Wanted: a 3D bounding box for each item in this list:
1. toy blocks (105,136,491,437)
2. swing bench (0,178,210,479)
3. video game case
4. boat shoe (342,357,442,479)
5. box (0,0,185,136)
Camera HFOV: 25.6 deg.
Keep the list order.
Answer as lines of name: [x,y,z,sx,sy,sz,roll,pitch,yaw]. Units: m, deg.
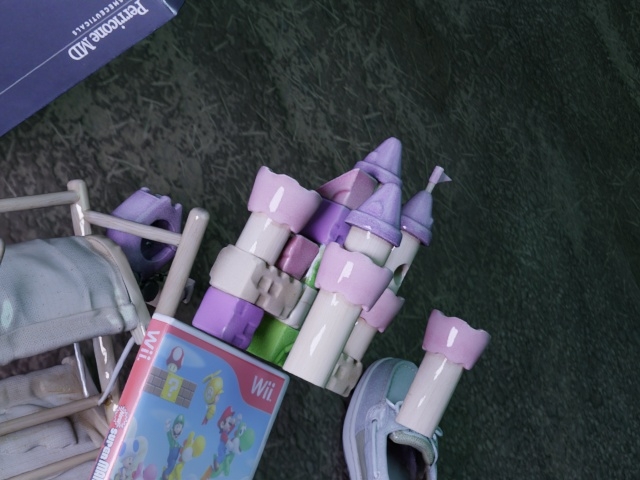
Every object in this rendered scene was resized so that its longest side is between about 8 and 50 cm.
toy blocks: [0.000,0.000,1.389,0.288,0.309,0.260,32,82,-55]
swing bench: [-0.242,0.093,1.190,0.253,0.165,0.254,-11,110,-55]
video game case: [-0.133,0.225,1.229,0.204,0.025,0.285,34,73,-55]
boat shoe: [0.092,0.267,1.572,0.118,0.103,0.320,39,43,-31]
box: [-0.309,-0.270,1.198,0.312,0.343,0.179,48,38,-21]
